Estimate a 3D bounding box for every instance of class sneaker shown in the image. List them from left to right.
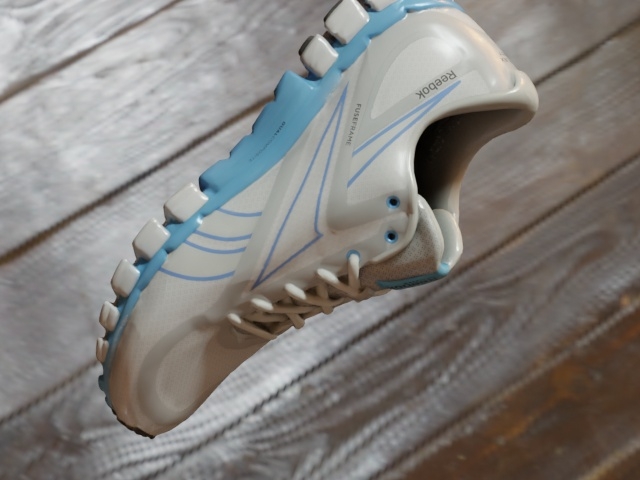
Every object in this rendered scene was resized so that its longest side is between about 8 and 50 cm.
[{"bbox_3d":[0.000,0.000,0.631,0.191,0.083,0.071,-52,153,7],"label":"sneaker"}]
